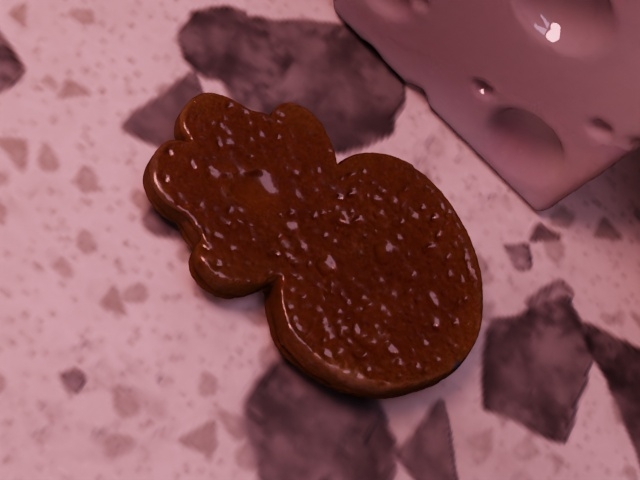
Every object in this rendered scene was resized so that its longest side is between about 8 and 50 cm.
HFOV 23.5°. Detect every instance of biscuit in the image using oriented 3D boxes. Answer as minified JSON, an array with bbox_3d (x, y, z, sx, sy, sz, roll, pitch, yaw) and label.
[{"bbox_3d":[0.000,0.000,0.714,0.175,0.026,0.124,35,56,-10],"label":"biscuit"}]

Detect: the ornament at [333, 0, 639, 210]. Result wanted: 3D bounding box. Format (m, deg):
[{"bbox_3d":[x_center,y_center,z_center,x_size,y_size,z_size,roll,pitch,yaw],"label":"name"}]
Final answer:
[{"bbox_3d":[0.143,-0.208,0.752,0.240,0.240,0.239,44,55,-4],"label":"ornament"}]
